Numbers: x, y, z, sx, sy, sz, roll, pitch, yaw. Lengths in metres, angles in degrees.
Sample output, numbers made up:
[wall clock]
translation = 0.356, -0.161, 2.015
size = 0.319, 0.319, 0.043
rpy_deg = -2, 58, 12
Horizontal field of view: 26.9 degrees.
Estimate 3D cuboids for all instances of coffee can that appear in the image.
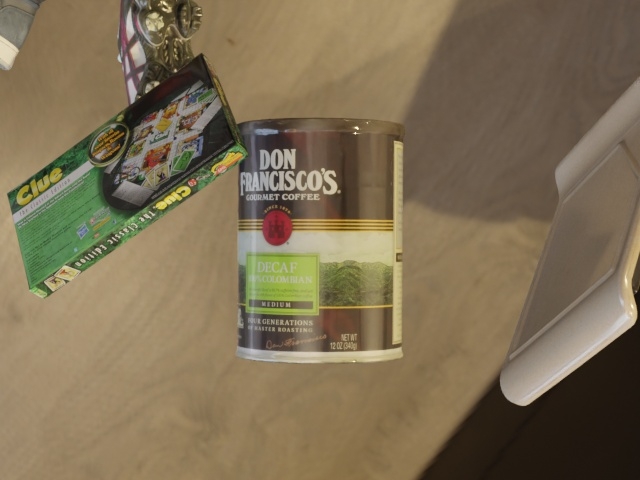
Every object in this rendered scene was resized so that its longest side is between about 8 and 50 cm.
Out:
[coffee can]
translation = 0.000, 0.000, 1.586
size = 0.201, 0.201, 0.275
rpy_deg = 0, 90, -16

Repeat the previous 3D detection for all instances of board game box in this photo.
[board game box]
translation = -0.196, -0.064, 1.331
size = 0.259, 0.136, 0.030
rpy_deg = -33, 144, 15

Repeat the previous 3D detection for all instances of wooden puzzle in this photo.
[wooden puzzle]
translation = 0.226, -0.001, 1.085
size = 0.044, 0.221, 0.239
rpy_deg = 22, 61, -6

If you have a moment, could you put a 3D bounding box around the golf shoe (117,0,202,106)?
[golf shoe]
translation = -0.204, -0.214, 1.698
size = 0.105, 0.120, 0.273
rpy_deg = -3, 98, -29

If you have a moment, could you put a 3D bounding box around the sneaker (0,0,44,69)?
[sneaker]
translation = -0.357, -0.296, 1.329
size = 0.226, 0.086, 0.163
rpy_deg = 36, 83, -45
